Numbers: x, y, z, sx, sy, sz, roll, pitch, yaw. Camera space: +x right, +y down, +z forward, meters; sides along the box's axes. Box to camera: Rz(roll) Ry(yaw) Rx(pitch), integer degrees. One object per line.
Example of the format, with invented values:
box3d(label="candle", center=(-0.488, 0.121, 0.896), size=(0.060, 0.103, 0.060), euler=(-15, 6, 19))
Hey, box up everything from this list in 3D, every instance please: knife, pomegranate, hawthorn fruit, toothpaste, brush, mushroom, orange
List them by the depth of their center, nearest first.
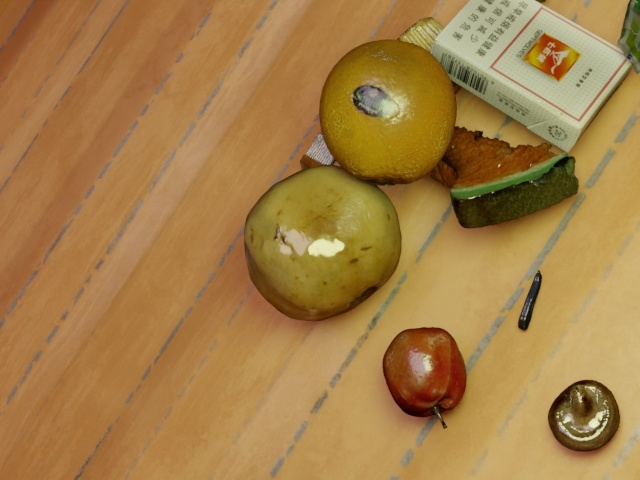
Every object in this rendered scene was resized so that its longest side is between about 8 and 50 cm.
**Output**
box3d(label="mushroom", center=(0.452, 0.300, 1.378), size=(0.126, 0.085, 0.109), euler=(-35, 86, -3))
box3d(label="hawthorn fruit", center=(0.200, 0.262, 1.493), size=(0.157, 0.157, 0.194), euler=(-27, 56, 19))
box3d(label="orange", center=(0.126, -0.238, 1.508), size=(0.274, 0.274, 0.274), euler=(-11, 65, 26))
box3d(label="knife", center=(0.400, 0.112, 1.518), size=(0.018, 0.031, 0.121), euler=(15, 74, 34))
box3d(label="toothpaste", center=(0.604, -0.411, 1.536), size=(0.046, 0.078, 0.248), euler=(-23, 28, 43))
box3d(label="pomegranate", center=(0.000, 0.000, 1.627), size=(0.332, 0.332, 0.333), euler=(-11, 65, 26))
box3d(label="brush", center=(-0.057, -0.108, 1.882), size=(0.090, 0.017, 0.314), euler=(32, 89, 38))

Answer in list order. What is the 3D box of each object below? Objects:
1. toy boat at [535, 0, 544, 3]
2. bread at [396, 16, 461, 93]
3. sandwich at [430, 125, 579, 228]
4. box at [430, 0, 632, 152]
box3d(label="toy boat", center=(0.454, -0.503, 1.718), size=(0.049, 0.047, 0.149), euler=(18, 80, 34))
box3d(label="bread", center=(0.190, -0.326, 1.728), size=(0.288, 0.204, 0.156), euler=(-42, 79, 12))
box3d(label="sandwich", center=(0.327, -0.117, 1.584), size=(0.250, 0.162, 0.301), euler=(-22, 38, -13))
box3d(label="box", center=(0.406, -0.346, 1.556), size=(0.330, 0.095, 0.210), euler=(35, 70, 16))
